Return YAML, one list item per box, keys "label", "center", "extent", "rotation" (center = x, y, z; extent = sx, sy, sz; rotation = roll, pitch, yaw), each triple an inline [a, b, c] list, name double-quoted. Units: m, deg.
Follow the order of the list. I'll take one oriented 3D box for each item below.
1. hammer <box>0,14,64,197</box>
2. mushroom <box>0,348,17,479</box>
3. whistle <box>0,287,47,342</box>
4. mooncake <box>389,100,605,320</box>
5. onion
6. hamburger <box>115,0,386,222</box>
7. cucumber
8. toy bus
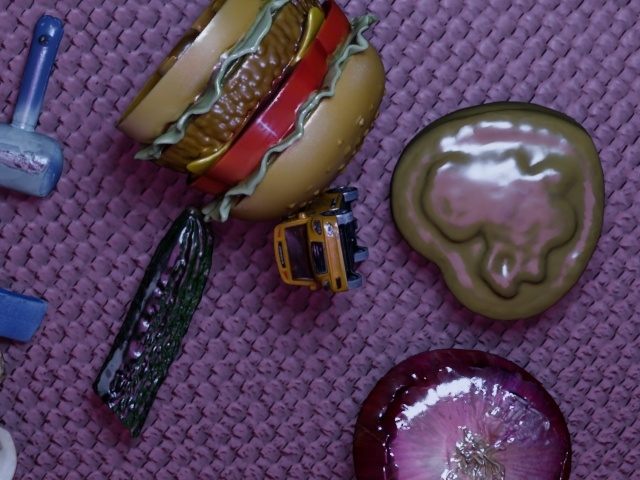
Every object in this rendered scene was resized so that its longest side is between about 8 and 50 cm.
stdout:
- label: "hammer"
  center: [-0.319, -0.150, 1.950]
  extent: [0.116, 0.069, 0.194]
  rotation: [16, 93, -2]
- label: "mushroom"
  center: [-0.450, 0.191, 1.968]
  extent: [0.253, 0.189, 0.195]
  rotation: [50, 53, -16]
- label: "whistle"
  center: [-0.387, 0.057, 1.989]
  extent: [0.158, 0.090, 0.090]
  rotation: [19, 104, -43]
- label: "mooncake"
  center: [0.201, -0.042, 1.938]
  extent: [0.235, 0.117, 0.235]
  rotation: [1, 101, 4]
- label: "onion"
  center: [0.151, 0.230, 1.971]
  extent: [0.248, 0.161, 0.248]
  rotation: [-3, 106, -9]
- label: "hamburger"
  center: [-0.055, -0.142, 1.844]
  extent: [0.212, 0.274, 0.274]
  rotation: [39, 99, -11]
- label: "cucumber"
  center: [-0.177, 0.087, 1.988]
  extent: [0.077, 0.077, 0.265]
  rotation: [26, 99, -5]
- label: "toy bus"
  center: [0.000, 0.000, 1.906]
  extent: [0.088, 0.194, 0.083]
  rotation: [-8, 101, 5]
